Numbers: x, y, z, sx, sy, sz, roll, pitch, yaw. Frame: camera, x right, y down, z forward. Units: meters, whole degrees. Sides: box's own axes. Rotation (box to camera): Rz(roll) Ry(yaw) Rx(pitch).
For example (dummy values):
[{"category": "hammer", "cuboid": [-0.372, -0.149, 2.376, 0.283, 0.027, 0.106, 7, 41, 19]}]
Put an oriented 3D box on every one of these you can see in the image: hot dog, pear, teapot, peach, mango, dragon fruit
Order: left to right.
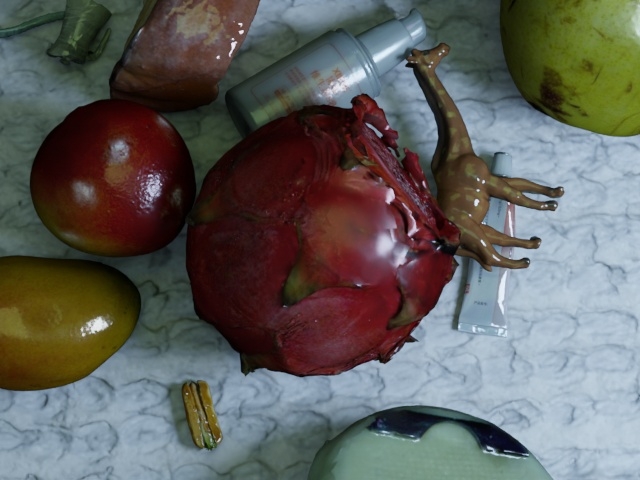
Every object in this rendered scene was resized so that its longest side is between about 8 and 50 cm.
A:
[{"category": "mango", "cuboid": [-0.310, 0.092, 1.845, 0.221, 0.120, 0.151, 3, 76, -11]}, {"category": "teapot", "cuboid": [-0.282, -0.243, 1.956, 0.067, 0.057, 0.083, 29, 82, -28]}, {"category": "peach", "cuboid": [-0.221, -0.064, 1.836, 0.197, 0.197, 0.197, 1, 78, -4]}, {"category": "hot dog", "cuboid": [-0.135, 0.199, 1.885, 0.037, 0.021, 0.083, -9, 78, -17]}, {"category": "dragon fruit", "cuboid": [0.000, 0.000, 1.802, 0.296, 0.302, 0.295, 30, 40, -29]}, {"category": "pear", "cuboid": [0.328, -0.259, 1.900, 0.284, 0.283, 0.283, 1, 78, -4]}]

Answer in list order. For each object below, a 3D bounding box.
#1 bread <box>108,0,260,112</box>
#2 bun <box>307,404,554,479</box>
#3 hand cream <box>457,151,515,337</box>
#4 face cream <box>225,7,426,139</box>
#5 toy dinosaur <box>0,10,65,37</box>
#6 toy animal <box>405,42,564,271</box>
[{"category": "bread", "cuboid": [-0.143, -0.270, 1.907, 0.123, 0.190, 0.244, 22, 73, -13]}, {"category": "bun", "cuboid": [0.116, 0.328, 1.796, 0.293, 0.187, 0.293, 7, 50, -9]}, {"category": "hand cream", "cuboid": [0.204, 0.004, 1.949, 0.052, 0.038, 0.216, 6, 83, 22]}, {"category": "face cream", "cuboid": [0.018, -0.192, 1.939, 0.252, 0.101, 0.101, -31, 82, -10]}, {"category": "toy dinosaur", "cuboid": [-0.482, -0.255, 1.901, 0.383, 0.129, 0.076, 4, 86, -4]}, {"category": "toy animal", "cuboid": [0.172, -0.095, 1.914, 0.230, 0.066, 0.224, 24, 85, 6]}]
